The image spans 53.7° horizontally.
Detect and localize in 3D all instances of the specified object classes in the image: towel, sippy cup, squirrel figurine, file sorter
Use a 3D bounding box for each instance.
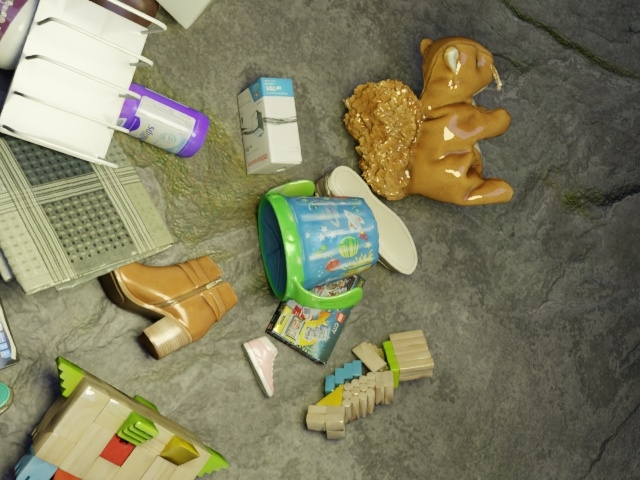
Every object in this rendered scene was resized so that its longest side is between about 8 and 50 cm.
[{"bbox_3d":[-0.479,-0.069,1.190,0.312,0.056,0.324,-22,74,-42],"label":"towel"},{"bbox_3d":[0.000,0.000,1.382,0.224,0.240,0.305,-9,86,-17],"label":"sippy cup"},{"bbox_3d":[0.259,-0.296,1.530,0.398,0.281,0.370,-5,118,-4],"label":"squirrel figurine"},{"bbox_3d":[-0.415,-0.283,1.109,0.193,0.173,0.277,18,93,-35],"label":"file sorter"}]

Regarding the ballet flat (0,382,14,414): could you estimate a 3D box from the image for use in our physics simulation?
[{"bbox_3d":[-0.669,0.314,1.080,0.281,0.096,0.095,-11,47,-20],"label":"ballet flat"}]

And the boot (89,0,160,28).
[{"bbox_3d":[-0.456,-0.522,1.307,0.249,0.090,0.206,25,70,-28],"label":"boot"}]

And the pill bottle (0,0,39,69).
[{"bbox_3d":[-0.606,-0.424,1.167,0.302,0.169,0.169,32,69,-22],"label":"pill bottle"}]

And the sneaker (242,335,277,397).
[{"bbox_3d":[-0.117,0.277,1.410,0.070,0.051,0.134,-24,91,-24],"label":"sneaker"}]

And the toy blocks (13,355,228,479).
[{"bbox_3d":[-0.403,0.429,1.178,0.381,0.191,0.260,42,79,-28],"label":"toy blocks"}]

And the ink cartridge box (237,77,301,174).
[{"bbox_3d":[-0.116,-0.254,1.431,0.082,0.140,0.190,-4,85,-31],"label":"ink cartridge box"}]

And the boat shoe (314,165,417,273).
[{"bbox_3d":[0.112,-0.039,1.554,0.324,0.097,0.116,47,53,-17],"label":"boat shoe"}]

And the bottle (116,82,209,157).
[{"bbox_3d":[-0.376,-0.264,1.300,0.283,0.118,0.092,22,67,-26],"label":"bottle"}]

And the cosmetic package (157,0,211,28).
[{"bbox_3d":[-0.228,-0.606,1.334,0.138,0.225,0.224,42,44,-16],"label":"cosmetic package"}]

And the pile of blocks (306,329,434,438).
[{"bbox_3d":[0.111,0.345,1.513,0.362,0.149,0.112,-27,140,-20],"label":"pile of blocks"}]

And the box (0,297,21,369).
[{"bbox_3d":[-0.694,0.108,1.099,0.243,0.077,0.307,-17,92,-28],"label":"box"}]

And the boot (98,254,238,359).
[{"bbox_3d":[-0.314,0.077,1.303,0.220,0.109,0.283,-35,89,-36],"label":"boot"}]

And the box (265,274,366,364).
[{"bbox_3d":[-0.008,0.152,1.491,0.159,0.044,0.233,36,68,-20],"label":"box"}]
